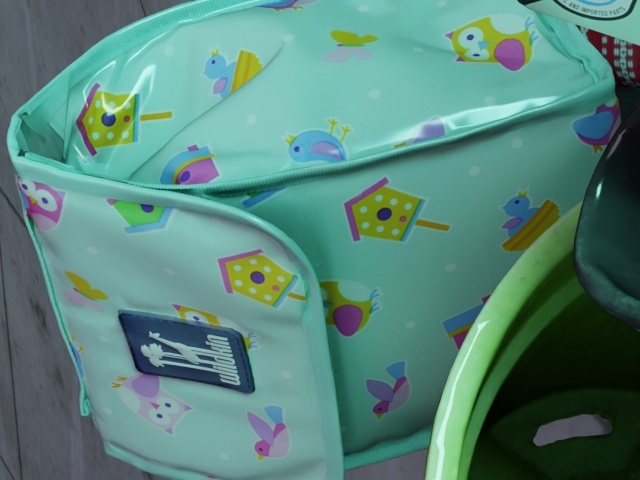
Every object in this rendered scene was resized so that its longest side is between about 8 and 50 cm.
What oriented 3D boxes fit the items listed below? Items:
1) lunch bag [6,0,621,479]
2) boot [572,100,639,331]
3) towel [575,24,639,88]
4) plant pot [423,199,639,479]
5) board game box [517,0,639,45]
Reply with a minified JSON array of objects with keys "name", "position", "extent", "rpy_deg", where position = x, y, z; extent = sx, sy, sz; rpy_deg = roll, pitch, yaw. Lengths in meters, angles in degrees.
[{"name":"lunch bag","position":[0.000,0.000,0.823],"extent":[0.223,0.262,0.160],"rpy_deg":[80,171,-47]},{"name":"boot","position":[0.215,0.056,0.411],"extent":[0.338,0.223,0.118],"rpy_deg":[15,82,60]},{"name":"towel","position":[0.130,-0.161,0.788],"extent":[0.275,0.031,0.198],"rpy_deg":[15,121,62]},{"name":"plant pot","position":[0.152,0.126,0.706],"extent":[0.254,0.276,0.276],"rpy_deg":[120,128,-74]},{"name":"board game box","position":[0.220,-0.087,0.371],"extent":[0.213,0.317,0.046],"rpy_deg":[105,-175,-52]}]
